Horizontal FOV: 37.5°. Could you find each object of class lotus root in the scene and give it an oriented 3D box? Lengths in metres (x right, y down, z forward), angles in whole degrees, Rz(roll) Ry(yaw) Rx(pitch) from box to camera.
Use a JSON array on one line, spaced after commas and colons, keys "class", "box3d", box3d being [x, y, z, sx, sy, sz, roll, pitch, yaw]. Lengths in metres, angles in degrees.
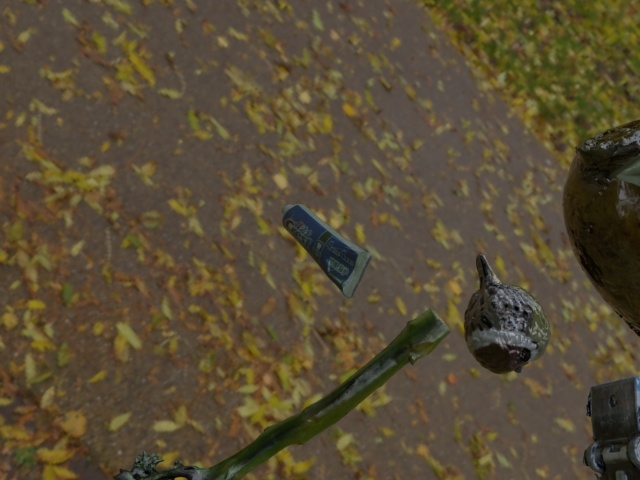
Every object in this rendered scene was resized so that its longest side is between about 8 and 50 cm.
[{"class": "lotus root", "box3d": [0.380, 0.009, 0.982, 0.397, 0.196, 0.179, 43, 17, -35]}]

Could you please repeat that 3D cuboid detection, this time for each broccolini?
[{"class": "broccolini", "box3d": [-0.031, 0.121, 0.573, 0.071, 0.254, 0.057, 53, 3, -31]}]

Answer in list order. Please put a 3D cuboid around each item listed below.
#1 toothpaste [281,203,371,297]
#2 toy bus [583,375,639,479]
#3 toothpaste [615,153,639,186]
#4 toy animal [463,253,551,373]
[{"class": "toothpaste", "box3d": [0.000, 0.000, 1.080, 0.035, 0.057, 0.197, 17, 15, -33]}, {"class": "toy bus", "box3d": [0.410, 0.319, 1.145, 0.131, 0.106, 0.297, 4, 72, -22]}, {"class": "toothpaste", "box3d": [0.266, -0.087, 0.554, 0.064, 0.218, 0.041, 12, 57, -21]}, {"class": "toy animal", "box3d": [0.199, 0.089, 1.079, 0.137, 0.098, 0.098, 55, 32, 0]}]
